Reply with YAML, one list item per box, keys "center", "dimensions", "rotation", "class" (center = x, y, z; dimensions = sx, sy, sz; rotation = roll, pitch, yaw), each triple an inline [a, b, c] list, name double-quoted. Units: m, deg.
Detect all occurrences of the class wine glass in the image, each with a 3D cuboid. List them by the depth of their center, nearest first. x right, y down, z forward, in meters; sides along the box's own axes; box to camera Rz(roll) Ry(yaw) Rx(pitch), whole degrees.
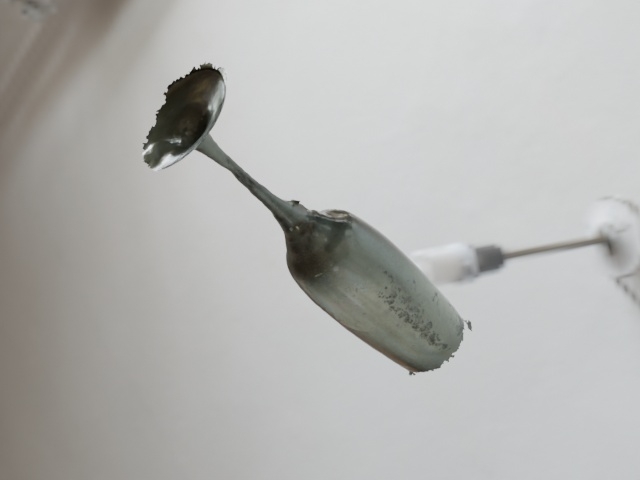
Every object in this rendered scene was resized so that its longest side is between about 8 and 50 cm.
- center: [0.000, 0.000, 1.111]
  dimensions: [0.074, 0.262, 0.074]
  rotation: [-28, -141, 26]
  class: "wine glass"
